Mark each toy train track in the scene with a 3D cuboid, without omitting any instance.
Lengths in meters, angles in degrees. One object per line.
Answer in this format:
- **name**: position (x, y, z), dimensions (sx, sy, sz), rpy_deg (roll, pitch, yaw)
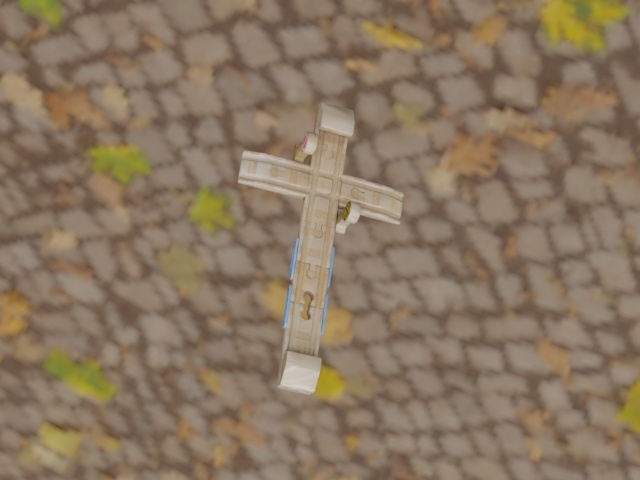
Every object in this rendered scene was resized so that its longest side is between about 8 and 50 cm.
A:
- **toy train track**: position (0.000, 0.000, 0.516), dimensions (0.048, 0.083, 0.014), rpy_deg (14, 158, -15)
